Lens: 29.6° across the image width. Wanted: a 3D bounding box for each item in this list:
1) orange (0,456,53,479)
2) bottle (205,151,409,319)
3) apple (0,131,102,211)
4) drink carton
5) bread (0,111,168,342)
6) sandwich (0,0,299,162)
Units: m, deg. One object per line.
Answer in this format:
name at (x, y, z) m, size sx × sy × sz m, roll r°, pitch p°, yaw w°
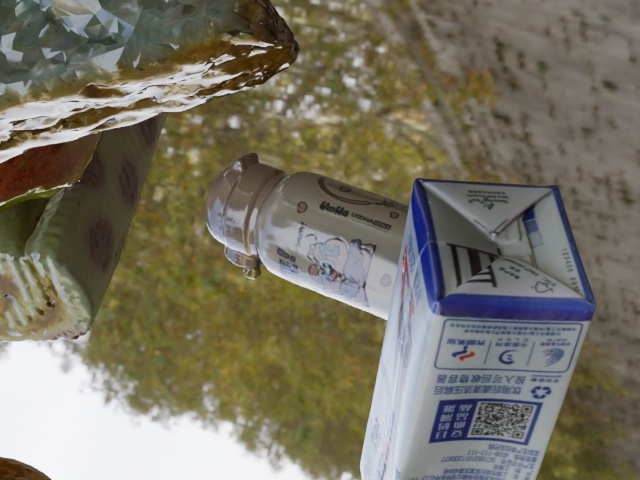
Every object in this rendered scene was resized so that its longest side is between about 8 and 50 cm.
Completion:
orange at (-0.300, 0.266, 1.058) m, size 0.155 × 0.178 × 0.177 m, roll -66°, pitch -18°, yaw 6°
bottle at (0.000, 0.000, 1.042) m, size 0.097 × 0.209 × 0.110 m, roll -33°, pitch -42°, yaw -56°
apple at (-0.350, -0.162, 1.080) m, size 0.339 × 0.340 × 0.339 m, roll 13°, pitch -90°, yaw -72°
drink carton at (0.097, 0.115, 0.869) m, size 0.130 × 0.107 × 0.315 m, roll -93°, pitch 8°, yaw -49°
bread at (-0.292, -0.048, 1.329) m, size 0.338 × 0.187 × 0.155 m, roll -80°, pitch -17°, yaw -45°
sandwich at (-0.186, -0.175, 0.545) m, size 0.099 × 0.271 × 0.301 m, roll 60°, pitch -170°, yaw -87°
